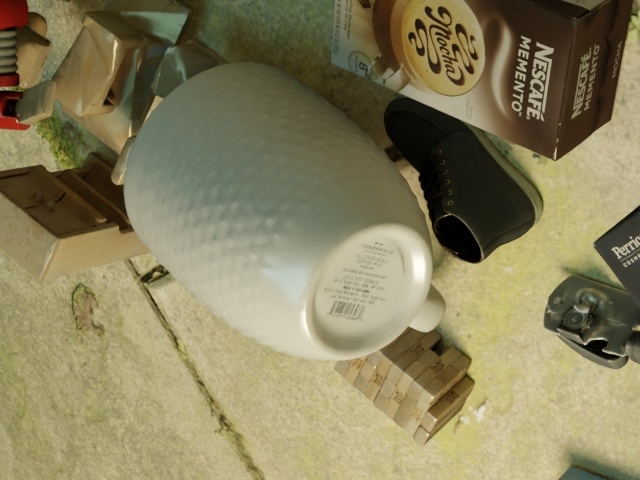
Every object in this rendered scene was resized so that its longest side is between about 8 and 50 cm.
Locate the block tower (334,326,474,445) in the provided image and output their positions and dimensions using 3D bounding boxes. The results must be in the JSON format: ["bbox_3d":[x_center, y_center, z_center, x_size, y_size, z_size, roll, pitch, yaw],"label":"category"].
[{"bbox_3d":[0.042,0.107,2.018,0.335,0.097,0.091,39,137,16],"label":"block tower"}]

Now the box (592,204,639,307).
[{"bbox_3d":[0.488,0.020,1.457,0.312,0.179,0.343,54,139,5],"label":"box"}]

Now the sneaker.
[{"bbox_3d":[0.137,-0.074,1.783,0.222,0.118,0.083,41,138,17],"label":"sneaker"}]

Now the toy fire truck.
[{"bbox_3d":[-0.404,-0.224,1.946,0.246,0.158,0.217,7,102,18],"label":"toy fire truck"}]

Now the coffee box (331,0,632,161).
[{"bbox_3d":[0.163,-0.226,1.657,0.297,0.119,0.168,27,131,30],"label":"coffee box"}]

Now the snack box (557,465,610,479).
[{"bbox_3d":[0.363,0.396,1.911,0.174,0.070,0.207,16,127,36],"label":"snack box"}]

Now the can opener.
[{"bbox_3d":[0.374,0.115,1.733,0.283,0.076,0.095,21,161,34],"label":"can opener"}]

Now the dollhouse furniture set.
[{"bbox_3d":[-0.271,-0.166,2.102,0.362,0.256,0.394,37,115,20],"label":"dollhouse furniture set"}]

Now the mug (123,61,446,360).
[{"bbox_3d":[0.000,0.000,1.827,0.276,0.374,0.328,-56,42,6],"label":"mug"}]
